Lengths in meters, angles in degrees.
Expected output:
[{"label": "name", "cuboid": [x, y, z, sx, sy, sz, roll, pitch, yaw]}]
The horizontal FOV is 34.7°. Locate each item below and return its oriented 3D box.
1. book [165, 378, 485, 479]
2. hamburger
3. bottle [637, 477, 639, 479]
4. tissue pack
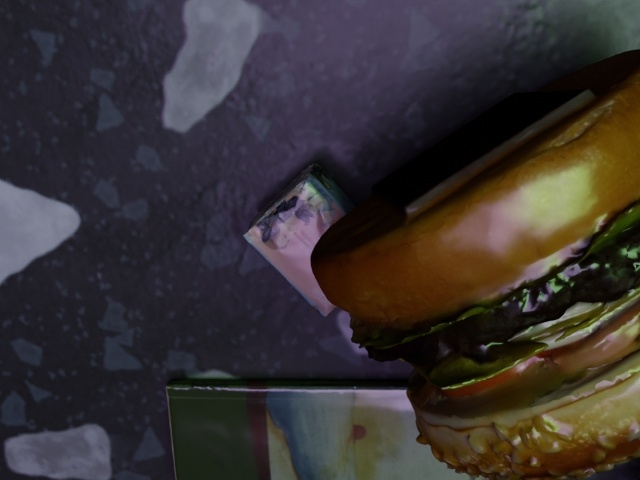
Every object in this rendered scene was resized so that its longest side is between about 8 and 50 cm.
[{"label": "book", "cuboid": [0.015, 0.210, 0.872, 0.290, 0.026, 0.201, -1, 107, 8]}, {"label": "hamburger", "cuboid": [0.155, 0.025, 0.668, 0.291, 0.291, 0.225, -28, 98, 14]}, {"label": "bottle", "cuboid": [0.350, 0.303, 0.793, 0.169, 0.168, 0.346, -17, 104, 12]}, {"label": "tissue pack", "cuboid": [0.000, 0.000, 0.787, 0.074, 0.058, 0.094, -42, 100, 15]}]
